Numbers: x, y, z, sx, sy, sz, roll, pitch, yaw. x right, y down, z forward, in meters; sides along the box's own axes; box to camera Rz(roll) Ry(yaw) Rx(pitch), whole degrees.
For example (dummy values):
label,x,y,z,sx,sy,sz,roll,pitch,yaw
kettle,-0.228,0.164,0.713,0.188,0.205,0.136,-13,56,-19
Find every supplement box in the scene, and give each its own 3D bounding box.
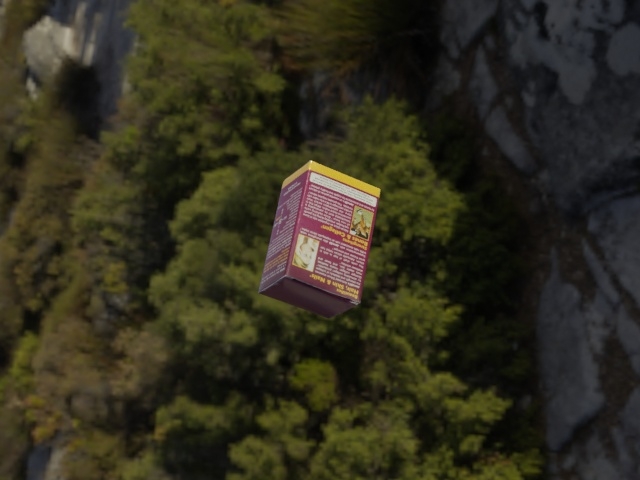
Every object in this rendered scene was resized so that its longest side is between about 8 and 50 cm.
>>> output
label,x,y,z,sx,sy,sz,roll,pitch,yaw
supplement box,0.000,0.000,0.714,0.043,0.055,0.083,-32,41,57
